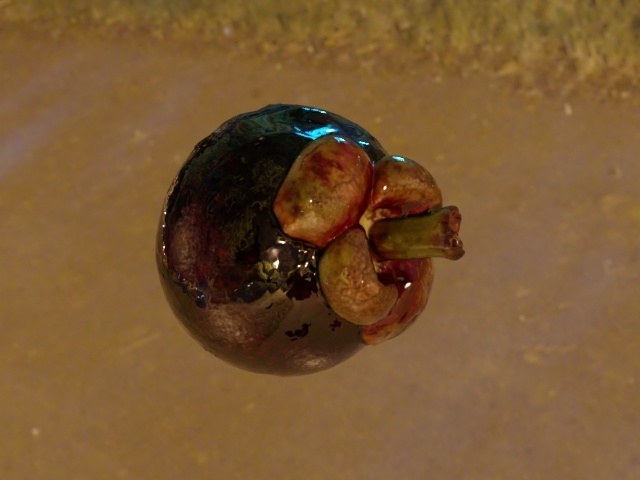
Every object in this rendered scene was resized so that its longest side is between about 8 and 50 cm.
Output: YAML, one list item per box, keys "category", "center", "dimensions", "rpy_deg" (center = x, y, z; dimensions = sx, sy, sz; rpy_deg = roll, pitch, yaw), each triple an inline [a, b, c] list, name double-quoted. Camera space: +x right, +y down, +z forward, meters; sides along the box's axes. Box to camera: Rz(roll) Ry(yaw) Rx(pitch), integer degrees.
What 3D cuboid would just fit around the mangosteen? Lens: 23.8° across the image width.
- category: "mangosteen"
  center: [0.000, 0.000, 1.127]
  dimensions: [0.250, 0.211, 0.211]
  rpy_deg: [1, 33, 41]
